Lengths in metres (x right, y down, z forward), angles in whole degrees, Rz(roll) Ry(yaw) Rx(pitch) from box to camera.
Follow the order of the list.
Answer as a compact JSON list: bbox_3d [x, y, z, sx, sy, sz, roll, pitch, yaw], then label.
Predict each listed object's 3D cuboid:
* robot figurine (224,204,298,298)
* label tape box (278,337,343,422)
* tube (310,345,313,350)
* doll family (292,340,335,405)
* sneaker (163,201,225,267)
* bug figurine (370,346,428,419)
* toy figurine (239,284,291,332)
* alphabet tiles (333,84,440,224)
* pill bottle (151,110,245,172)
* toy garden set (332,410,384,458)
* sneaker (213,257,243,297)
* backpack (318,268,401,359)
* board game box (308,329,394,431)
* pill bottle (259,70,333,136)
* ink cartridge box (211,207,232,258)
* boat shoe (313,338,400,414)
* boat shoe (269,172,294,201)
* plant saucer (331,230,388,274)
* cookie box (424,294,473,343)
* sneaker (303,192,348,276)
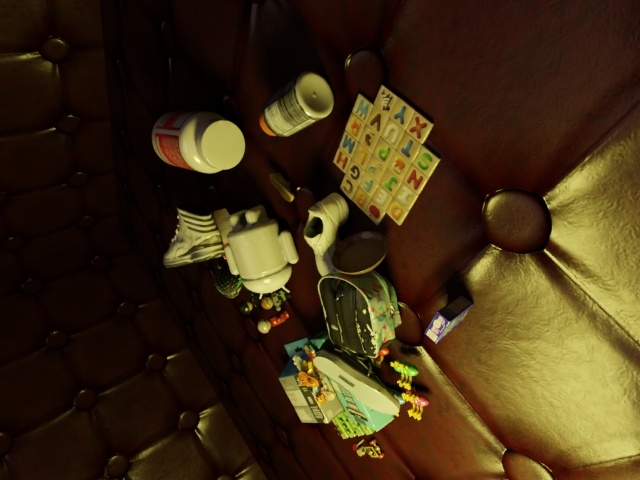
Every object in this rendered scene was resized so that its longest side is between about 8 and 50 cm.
[{"bbox_3d":[-0.230,0.050,1.556,0.300,0.200,0.353,-12,102,25],"label":"robot figurine"},{"bbox_3d":[-0.071,0.611,1.765,0.240,0.106,0.334,-36,81,53],"label":"label tape box"},{"bbox_3d":[0.024,0.488,1.629,0.207,0.052,0.080,59,154,-2],"label":"tube"},{"bbox_3d":[-0.030,0.519,1.511,0.163,0.118,0.263,38,149,52],"label":"doll family"},{"bbox_3d":[-0.568,-0.029,1.778,0.447,0.169,0.257,-12,91,45],"label":"sneaker"},{"bbox_3d":[0.241,0.436,1.292,0.216,0.072,0.279,6,119,57],"label":"bug figurine"},{"bbox_3d":[-0.242,0.260,1.740,0.213,0.148,0.209,40,137,31],"label":"toy figurine"},{"bbox_3d":[0.157,-0.211,1.075,0.285,0.011,0.342,48,141,22],"label":"alphabet tiles"},{"bbox_3d":[-0.475,-0.385,1.590,0.407,0.229,0.229,19,125,45],"label":"pill bottle"},{"bbox_3d":[0.139,0.792,1.651,0.204,0.049,0.244,56,143,12],"label":"toy garden set"},{"bbox_3d":[-0.384,0.171,1.835,0.343,0.134,0.146,-116,3,-70],"label":"sneaker"},{"bbox_3d":[0.112,0.192,1.213,0.225,0.191,0.253,6,122,47],"label":"backpack"},{"bbox_3d":[0.098,0.482,1.454,0.336,0.079,0.254,62,158,4],"label":"board game box"},{"bbox_3d":[-0.084,-0.380,1.181,0.245,0.130,0.130,-7,104,53],"label":"pill bottle"},{"bbox_3d":[-0.438,-0.018,1.837,0.231,0.134,0.078,58,143,12],"label":"ink cartridge box"},{"bbox_3d":[0.125,0.422,1.282,0.306,0.105,0.113,31,136,7],"label":"boat shoe"},{"bbox_3d":[-0.127,-0.191,1.417,0.135,0.045,0.050,51,152,23],"label":"boat shoe"},{"bbox_3d":[0.114,0.040,1.159,0.168,0.168,0.029,18,145,46],"label":"plant saucer"},{"bbox_3d":[0.322,0.196,1.022,0.040,0.107,0.092,43,138,30],"label":"cookie box"},{"bbox_3d":[0.000,0.000,1.279,0.114,0.152,0.305,31,134,35],"label":"sneaker"}]
